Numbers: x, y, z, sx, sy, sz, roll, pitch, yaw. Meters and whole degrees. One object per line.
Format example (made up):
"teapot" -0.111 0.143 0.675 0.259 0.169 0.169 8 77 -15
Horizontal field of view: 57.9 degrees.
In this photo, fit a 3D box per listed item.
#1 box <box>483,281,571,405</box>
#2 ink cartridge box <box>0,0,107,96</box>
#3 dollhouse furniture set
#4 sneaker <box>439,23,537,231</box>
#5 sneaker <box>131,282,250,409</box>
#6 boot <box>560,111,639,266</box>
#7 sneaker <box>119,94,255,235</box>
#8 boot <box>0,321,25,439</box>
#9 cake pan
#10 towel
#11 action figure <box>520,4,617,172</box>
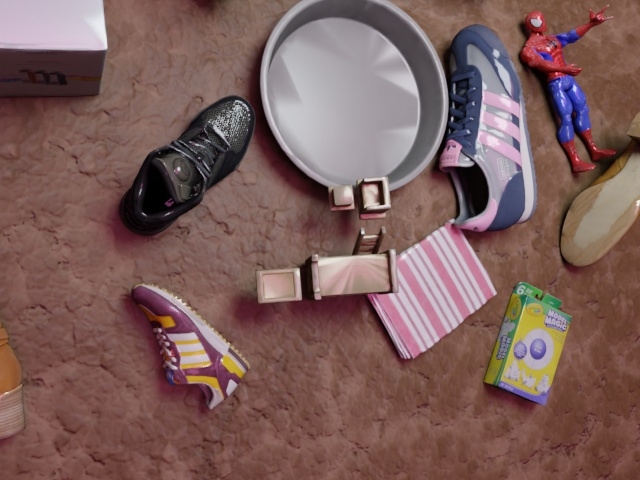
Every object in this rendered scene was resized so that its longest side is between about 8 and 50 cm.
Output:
"box" 0.345 0.166 0.947 0.105 0.043 0.179 24 77 -19
"ink cartridge box" -0.310 -0.242 0.633 0.127 0.176 0.128 -7 91 -24
"dollhouse furniture set" 0.000 0.000 0.787 0.182 0.101 0.161 -3 84 -8
"sneaker" 0.235 -0.167 0.880 0.131 0.112 0.319 -16 92 -24
"sneaker" -0.177 0.133 0.726 0.185 0.069 0.084 44 68 -13
"boot" 0.548 -0.080 1.007 0.211 0.104 0.295 8 112 -46
"sneaker" -0.150 -0.100 0.716 0.087 0.130 0.227 48 70 -15
"boot" -0.433 0.159 0.624 0.197 0.073 0.152 -13 94 -34
"cake pan" 0.048 -0.209 0.838 0.293 0.054 0.293 1 88 -22
"towel" 0.168 0.072 0.890 0.197 0.029 0.144 -32 97 -20
"action figure" 0.428 -0.260 0.952 0.091 0.139 0.280 -32 97 -21
